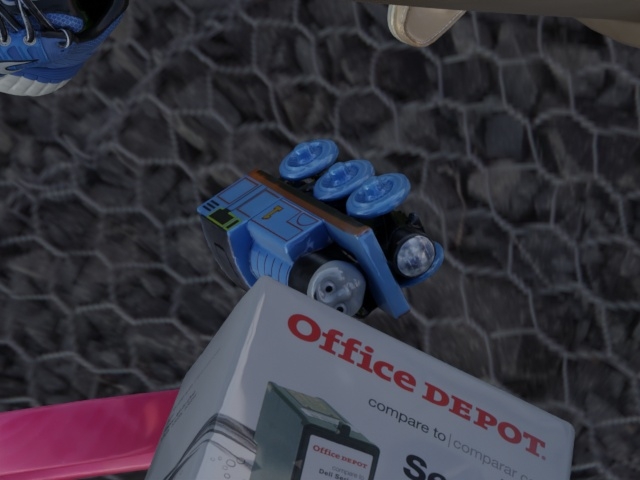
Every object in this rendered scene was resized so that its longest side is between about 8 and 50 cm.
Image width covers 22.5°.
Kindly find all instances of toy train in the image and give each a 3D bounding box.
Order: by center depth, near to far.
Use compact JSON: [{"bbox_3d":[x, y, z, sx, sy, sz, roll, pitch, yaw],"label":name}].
[{"bbox_3d":[0.000,0.000,1.015,0.105,0.184,0.080,-35,118,-13],"label":"toy train"}]

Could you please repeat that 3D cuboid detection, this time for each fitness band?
[{"bbox_3d":[-0.209,0.150,1.185,0.291,0.209,0.054,-13,79,27],"label":"fitness band"}]

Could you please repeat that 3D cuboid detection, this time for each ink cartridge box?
[{"bbox_3d":[0.003,0.187,0.836,0.211,0.121,0.289,27,44,-10],"label":"ink cartridge box"}]

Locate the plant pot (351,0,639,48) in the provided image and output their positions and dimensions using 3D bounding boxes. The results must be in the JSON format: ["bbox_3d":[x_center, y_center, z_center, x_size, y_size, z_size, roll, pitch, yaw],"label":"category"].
[{"bbox_3d":[0.004,-0.186,0.405,0.280,0.323,0.323,-14,78,-18],"label":"plant pot"}]

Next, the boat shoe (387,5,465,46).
[{"bbox_3d":[0.113,-0.214,1.215,0.170,0.063,0.059,-55,33,16],"label":"boat shoe"}]

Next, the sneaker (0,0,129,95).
[{"bbox_3d":[-0.284,-0.187,1.324,0.147,0.330,0.130,-32,86,35],"label":"sneaker"}]
